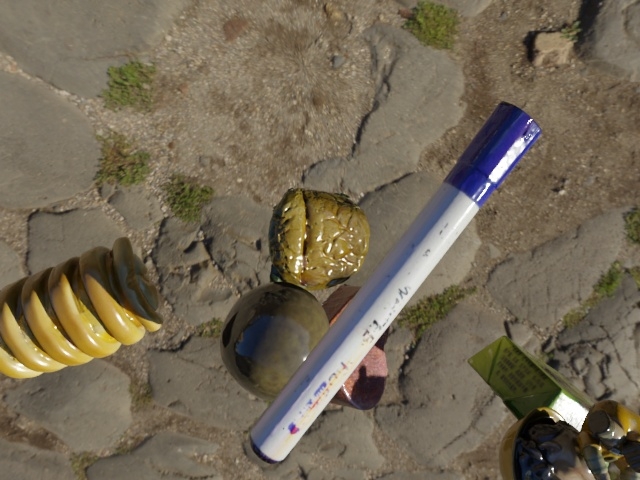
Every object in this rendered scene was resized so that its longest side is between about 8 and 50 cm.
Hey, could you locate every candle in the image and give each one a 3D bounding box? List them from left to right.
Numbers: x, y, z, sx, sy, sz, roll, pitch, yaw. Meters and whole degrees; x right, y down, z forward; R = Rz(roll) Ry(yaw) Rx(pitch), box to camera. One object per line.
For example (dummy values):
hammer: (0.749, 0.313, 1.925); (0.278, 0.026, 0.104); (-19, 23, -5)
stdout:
candle: (0.070, 0.257, 1.267); (0.287, 0.131, 0.318); (22, 69, -43)

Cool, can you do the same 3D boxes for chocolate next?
chocolate: (0.576, 0.407, 1.290); (0.300, 0.289, 0.137); (34, 99, -22)

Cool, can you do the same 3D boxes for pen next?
pen: (0.042, 0.030, 0.317); (0.033, 0.033, 0.269); (37, 95, -13)

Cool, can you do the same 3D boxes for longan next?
longan: (-0.062, 0.150, 0.726); (0.167, 0.168, 0.187); (-15, 135, 3)

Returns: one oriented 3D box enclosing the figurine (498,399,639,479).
figurine: (0.424, 0.362, 0.851); (0.192, 0.167, 0.257); (34, 123, -15)

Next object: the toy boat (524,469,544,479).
toy boat: (0.298, 0.407, 0.740); (0.060, 0.137, 0.060); (4, 131, 29)

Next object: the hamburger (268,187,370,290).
hamburger: (0.000, 0.000, 0.903); (0.206, 0.129, 0.184); (-2, 99, -43)

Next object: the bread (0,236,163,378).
bread: (-0.421, 0.126, 0.826); (0.310, 0.121, 0.173); (-22, 99, 9)
